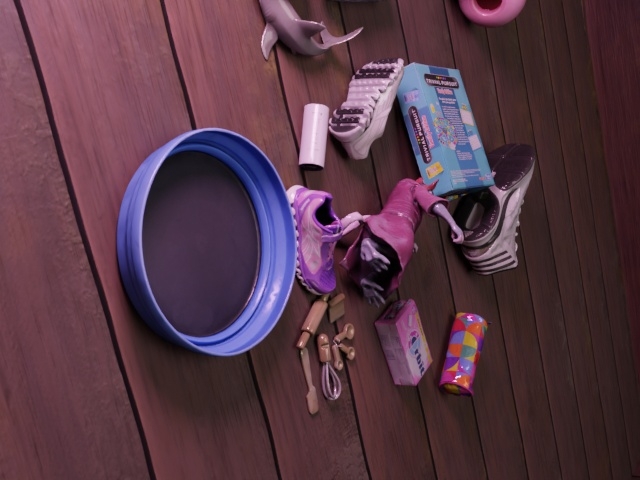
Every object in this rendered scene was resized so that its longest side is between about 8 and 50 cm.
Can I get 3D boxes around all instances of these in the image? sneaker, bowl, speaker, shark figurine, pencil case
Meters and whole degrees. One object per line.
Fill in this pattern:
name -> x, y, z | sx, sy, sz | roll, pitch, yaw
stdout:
sneaker -> 0.117, -0.311, 1.777 | 0.292, 0.110, 0.118 | -58, 139, -28
bowl -> -0.188, 0.004, 1.331 | 0.391, 0.077, 0.391 | 7, 81, -54
sneaker -> 0.000, 0.000, 1.569 | 0.095, 0.104, 0.237 | -30, 112, -53
speaker -> -0.014, -0.216, 1.614 | 0.055, 0.055, 0.136 | 21, 69, -52
sneaker -> 0.538, -0.078, 2.312 | 0.447, 0.169, 0.258 | -55, 138, -32
shark figurine -> -0.020, -0.432, 1.582 | 0.278, 0.116, 0.166 | 19, 72, -50
pencil case -> 0.393, 0.311, 2.091 | 0.104, 0.104, 0.236 | 51, 49, -38

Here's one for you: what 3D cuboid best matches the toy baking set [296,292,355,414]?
toy baking set -> 0.016, 0.230, 1.629 | 0.197, 0.030, 0.256 | 60, 43, -31

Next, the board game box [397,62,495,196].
board game box -> 0.325, -0.286, 2.013 | 0.253, 0.079, 0.336 | -10, 81, -53

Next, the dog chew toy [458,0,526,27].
dog chew toy -> 0.536, -0.780, 2.328 | 0.207, 0.206, 0.332 | 67, 32, -24

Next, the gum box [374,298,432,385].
gum box -> 0.202, 0.244, 1.859 | 0.107, 0.062, 0.188 | -43, 120, -48

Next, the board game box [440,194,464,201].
board game box -> 0.356, -0.185, 2.132 | 0.170, 0.048, 0.141 | -19, 100, -53

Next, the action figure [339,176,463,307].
action figure -> 0.165, -0.037, 1.778 | 0.275, 0.248, 0.370 | 39, 52, -12
